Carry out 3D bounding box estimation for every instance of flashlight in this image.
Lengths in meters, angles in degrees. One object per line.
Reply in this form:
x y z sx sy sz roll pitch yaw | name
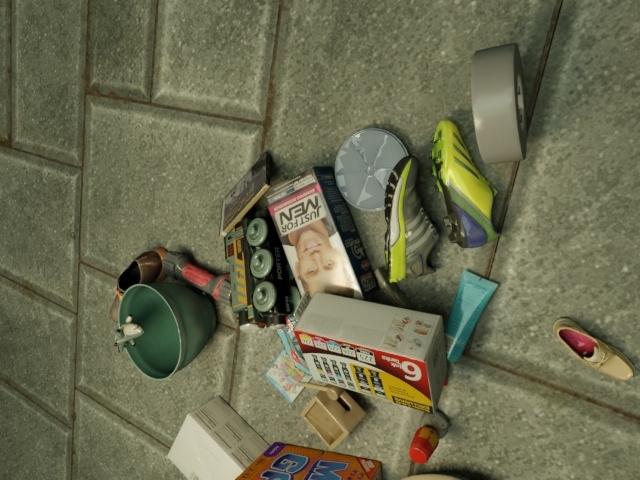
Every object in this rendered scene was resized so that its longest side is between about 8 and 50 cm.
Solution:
-0.359 0.110 1.392 0.304 0.103 0.103 22 81 26 | flashlight

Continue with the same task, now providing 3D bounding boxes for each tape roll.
0.347 -0.259 0.868 0.072 0.219 0.219 -3 96 29 | tape roll

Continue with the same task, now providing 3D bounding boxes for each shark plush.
-0.582 0.298 1.351 0.067 0.073 0.161 34 114 -9 | shark plush

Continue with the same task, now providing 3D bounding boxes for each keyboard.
-0.008 0.229 1.142 0.014 0.072 0.256 1 139 26 | keyboard

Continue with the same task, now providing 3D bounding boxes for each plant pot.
-0.455 0.258 1.408 0.293 0.196 0.292 6 101 33 | plant pot

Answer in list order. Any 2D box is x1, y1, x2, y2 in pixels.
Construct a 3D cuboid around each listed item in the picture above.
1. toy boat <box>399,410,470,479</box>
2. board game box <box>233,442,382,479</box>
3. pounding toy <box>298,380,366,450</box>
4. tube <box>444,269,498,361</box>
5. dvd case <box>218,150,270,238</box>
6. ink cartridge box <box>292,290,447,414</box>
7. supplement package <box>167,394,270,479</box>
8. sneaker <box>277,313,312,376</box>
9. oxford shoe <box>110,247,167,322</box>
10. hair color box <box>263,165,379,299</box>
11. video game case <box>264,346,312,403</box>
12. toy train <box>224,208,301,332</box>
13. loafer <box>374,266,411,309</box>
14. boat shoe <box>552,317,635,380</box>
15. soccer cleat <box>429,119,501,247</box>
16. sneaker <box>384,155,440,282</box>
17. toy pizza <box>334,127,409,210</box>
0.296 0.580 1.086 0.268 0.148 0.318 -12 99 35 | toy boat
-0.052 0.808 1.176 0.357 0.357 0.355 -4 96 29 | board game box
0.030 0.422 1.198 0.181 0.094 0.206 44 135 18 | pounding toy
0.331 0.178 1.046 0.080 0.052 0.207 23 104 18 | tube
-0.213 -0.128 1.258 0.221 0.018 0.164 -43 34 28 | dvd case
0.127 0.278 1.060 0.310 0.130 0.271 7 134 29 | ink cartridge box
-0.315 0.672 1.425 0.262 0.145 0.204 37 113 20 | supplement package
-0.046 0.248 1.235 0.125 0.104 0.261 -41 78 26 | sneaker
-0.654 0.164 1.544 0.130 0.133 0.363 46 116 15 | oxford shoe
0.000 0.000 1.169 0.174 0.105 0.347 -23 87 30 | hair color box
-0.085 0.382 1.327 0.119 0.015 0.166 41 115 17 | video game case
-0.165 0.085 1.222 0.190 0.142 0.333 -23 66 34 | toy train
0.172 0.126 1.129 0.125 0.045 0.039 52 124 10 | loafer
0.552 0.228 0.920 0.170 0.059 0.063 37 113 20 | boat shoe
0.320 -0.127 0.997 0.121 0.093 0.288 -12 87 0 | soccer cleat
0.213 -0.047 1.042 0.122 0.111 0.299 -2 112 -1 | sneaker
0.128 -0.173 1.113 0.201 0.032 0.201 5 100 30 | toy pizza
